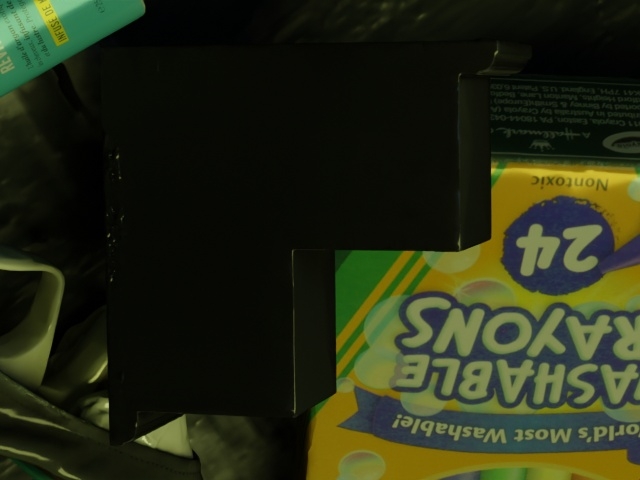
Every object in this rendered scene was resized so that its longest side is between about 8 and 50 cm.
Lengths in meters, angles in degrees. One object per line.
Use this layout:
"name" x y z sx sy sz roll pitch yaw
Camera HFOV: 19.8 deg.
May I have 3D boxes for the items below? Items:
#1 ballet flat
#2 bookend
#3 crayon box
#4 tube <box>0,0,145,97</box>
"ballet flat" -0.118 0.063 0.777 0.280 0.095 0.096 36 86 -45
"bookend" 0.000 0.000 0.718 0.072 0.157 0.156 -16 105 -73
"crayon box" 0.093 0.077 0.879 0.203 0.083 0.323 2 126 -3
"tube" -0.167 -0.060 0.679 0.207 0.052 0.080 -30 110 -8
